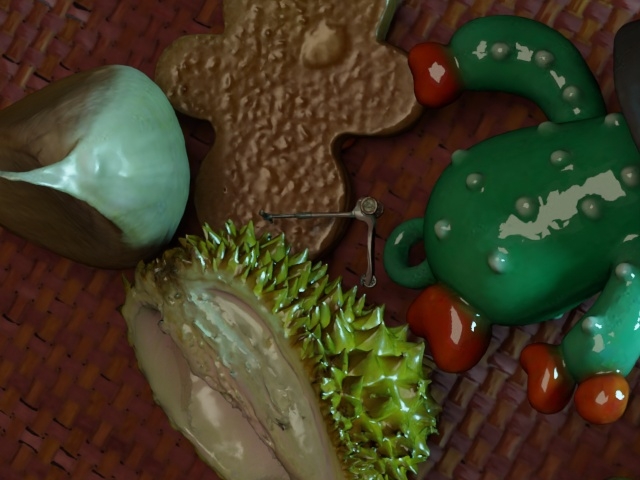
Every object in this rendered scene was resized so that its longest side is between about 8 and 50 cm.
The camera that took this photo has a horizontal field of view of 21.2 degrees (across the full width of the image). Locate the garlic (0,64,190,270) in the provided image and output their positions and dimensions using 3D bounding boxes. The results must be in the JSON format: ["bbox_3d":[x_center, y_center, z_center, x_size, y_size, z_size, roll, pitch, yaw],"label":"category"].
[{"bbox_3d":[-0.170,-0.050,1.182,0.164,0.245,0.145,-3,92,-23],"label":"garlic"}]

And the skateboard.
[{"bbox_3d":[0.000,0.000,1.176,0.083,0.032,0.064,2,85,12],"label":"skateboard"}]

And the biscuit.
[{"bbox_3d":[-0.018,-0.130,1.236,0.205,0.049,0.324,3,82,17],"label":"biscuit"}]

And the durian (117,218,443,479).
[{"bbox_3d":[-0.025,0.085,1.154,0.250,0.183,0.138,40,68,18],"label":"durian"}]

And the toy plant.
[{"bbox_3d":[0.213,-0.055,1.094,0.400,0.185,0.279,-28,84,27],"label":"toy plant"}]

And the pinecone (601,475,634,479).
[{"bbox_3d":[0.224,0.251,1.023,0.221,0.221,0.221,-3,79,15],"label":"pinecone"}]
